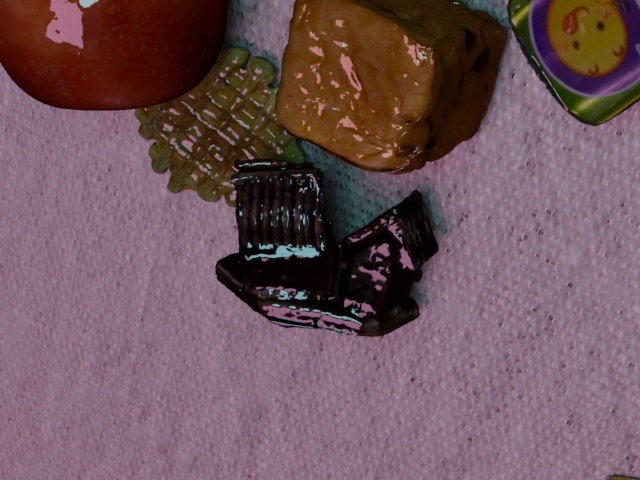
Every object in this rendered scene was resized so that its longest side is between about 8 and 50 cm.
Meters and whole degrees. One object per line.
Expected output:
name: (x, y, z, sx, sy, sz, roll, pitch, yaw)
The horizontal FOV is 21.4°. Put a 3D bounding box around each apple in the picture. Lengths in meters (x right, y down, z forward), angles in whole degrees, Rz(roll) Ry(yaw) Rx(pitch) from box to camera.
apple: (-0.190, -0.216, 1.496, 0.218, 0.218, 0.201, 11, 106, 27)

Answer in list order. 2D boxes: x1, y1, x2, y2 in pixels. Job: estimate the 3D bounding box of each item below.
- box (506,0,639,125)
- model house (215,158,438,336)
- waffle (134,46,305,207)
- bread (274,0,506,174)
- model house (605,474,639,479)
box: (0.284, -0.218, 1.229, 0.345, 0.097, 0.134, -37, 82, 50)
model house: (0.006, -0.003, 1.561, 0.203, 0.141, 0.164, 7, 114, -1)
waffle: (-0.099, -0.106, 1.623, 0.183, 0.036, 0.169, 1, 120, 33)
bread: (0.057, -0.149, 1.424, 0.158, 0.149, 0.143, 27, 126, 16)
model house: (0.305, 0.353, 1.579, 0.219, 0.136, 0.207, 40, 133, 6)
